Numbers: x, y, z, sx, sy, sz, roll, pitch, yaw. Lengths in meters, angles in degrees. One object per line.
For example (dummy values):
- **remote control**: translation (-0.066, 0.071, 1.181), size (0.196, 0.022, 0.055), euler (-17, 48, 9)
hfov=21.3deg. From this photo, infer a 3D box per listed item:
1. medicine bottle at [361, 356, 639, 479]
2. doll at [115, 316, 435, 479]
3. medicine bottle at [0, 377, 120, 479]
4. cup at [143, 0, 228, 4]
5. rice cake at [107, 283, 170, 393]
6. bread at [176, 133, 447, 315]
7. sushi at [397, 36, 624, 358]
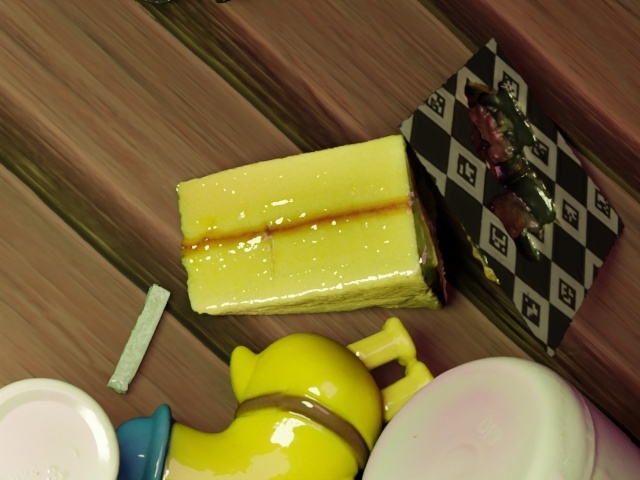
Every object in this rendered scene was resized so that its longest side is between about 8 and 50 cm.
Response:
- **medicine bottle**: translation (0.220, 0.292, 1.653), size (0.325, 0.256, 0.256), euler (43, 59, -33)
- **doll**: translation (-0.045, 0.194, 1.680), size (0.363, 0.145, 0.199), euler (-24, 71, -23)
- **medicine bottle**: translation (-0.271, 0.214, 1.504), size (0.133, 0.274, 0.133), euler (7, 69, -18)
- **cup**: translation (-0.129, -0.341, 1.835), size (0.176, 0.169, 0.223), euler (43, 97, -12)
- **rice cake**: translation (-0.184, 0.099, 1.723), size (0.022, 0.021, 0.121), euler (25, 63, -7)
- **bread**: translation (-0.004, 0.000, 1.821), size (0.264, 0.163, 0.167), euler (-10, 73, 9)
- **sushi**: translation (0.201, -0.048, 1.877), size (0.292, 0.059, 0.294), euler (55, 37, -8)
